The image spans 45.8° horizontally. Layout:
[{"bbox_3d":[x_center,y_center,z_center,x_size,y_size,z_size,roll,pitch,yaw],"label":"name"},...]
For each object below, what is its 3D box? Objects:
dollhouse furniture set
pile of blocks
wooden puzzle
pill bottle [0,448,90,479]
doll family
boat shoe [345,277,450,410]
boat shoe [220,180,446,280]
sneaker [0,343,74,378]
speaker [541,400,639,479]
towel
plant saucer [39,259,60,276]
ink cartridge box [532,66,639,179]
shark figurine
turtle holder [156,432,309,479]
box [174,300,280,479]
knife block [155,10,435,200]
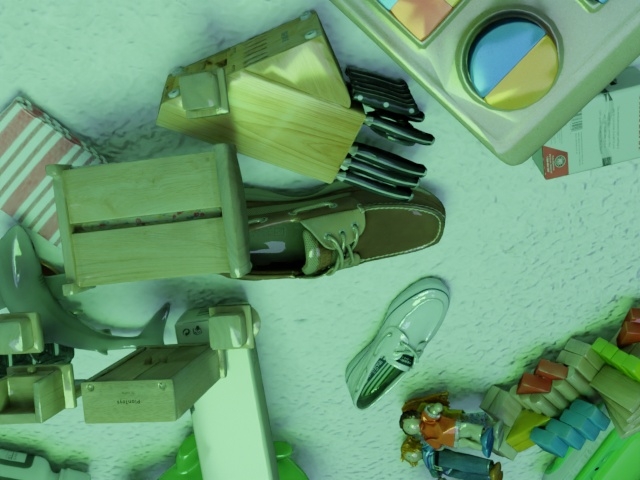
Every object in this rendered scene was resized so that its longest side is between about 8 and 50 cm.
[{"bbox_3d":[-0.218,0.009,0.864,0.303,0.174,0.356,-5,94,9],"label":"dollhouse furniture set"},{"bbox_3d":[0.377,0.216,1.107,0.362,0.149,0.112,-39,119,20],"label":"pile of blocks"},{"bbox_3d":[0.203,-0.282,0.768,0.347,0.080,0.322,39,112,-14],"label":"wooden puzzle"},{"bbox_3d":[-0.503,0.392,1.127,0.283,0.161,0.161,17,120,-16],"label":"pill bottle"},{"bbox_3d":[0.197,0.325,1.172,0.163,0.118,0.263,8,124,27],"label":"doll family"},{"bbox_3d":[0.117,0.158,1.085,0.083,0.076,0.226,21,119,-19],"label":"boat shoe"},{"bbox_3d":[0.000,0.000,0.944,0.324,0.116,0.123,-6,124,-2],"label":"boat shoe"},{"bbox_3d":[-0.467,0.192,1.052,0.271,0.100,0.108,-21,153,2],"label":"sneaker"},{"bbox_3d":[0.466,0.331,1.207,0.131,0.131,0.297,14,121,-15],"label":"speaker"},{"bbox_3d":[-0.322,-0.068,0.922,0.197,0.029,0.144,38,115,-26],"label":"towel"},{"bbox_3d":[-0.384,0.057,1.005,0.083,0.013,0.084,-3,123,-4],"label":"plant saucer"},{"bbox_3d":[0.327,-0.142,0.918,0.135,0.056,0.099,-13,124,4],"label":"ink cartridge box"},{"bbox_3d":[-0.329,0.118,0.980,0.166,0.116,0.278,-39,124,19],"label":"shark figurine"},{"bbox_3d":[-0.157,0.453,1.157,0.320,0.243,0.228,-19,140,-10],"label":"turtle holder"},{"bbox_3d":[-0.121,0.227,1.019,0.094,0.113,0.275,-9,94,-1],"label":"box"},{"bbox_3d":[-0.017,-0.122,0.878,0.275,0.088,0.242,-21,122,8],"label":"knife block"}]
